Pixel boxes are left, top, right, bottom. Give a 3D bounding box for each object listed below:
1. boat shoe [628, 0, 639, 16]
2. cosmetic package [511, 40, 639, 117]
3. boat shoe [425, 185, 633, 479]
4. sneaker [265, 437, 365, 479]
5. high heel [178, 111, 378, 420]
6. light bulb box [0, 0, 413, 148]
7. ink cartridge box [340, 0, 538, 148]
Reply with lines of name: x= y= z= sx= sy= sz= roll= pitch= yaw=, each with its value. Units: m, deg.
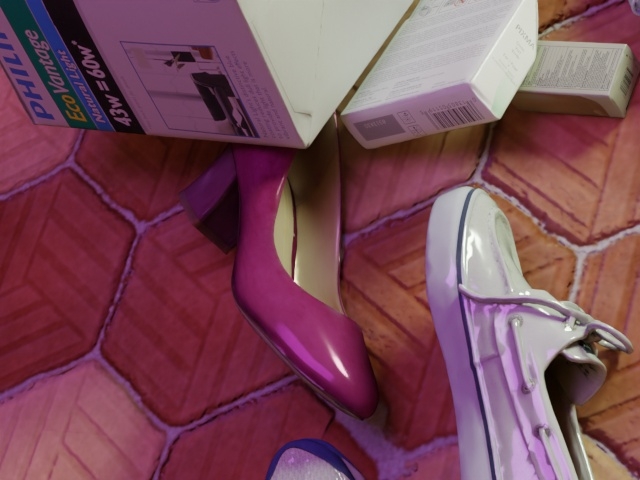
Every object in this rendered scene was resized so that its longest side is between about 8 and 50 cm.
boat shoe: x=0.323 y=-0.236 z=1.815 sx=0.081 sy=0.079 sz=0.227 roll=-35 pitch=44 yaw=23
cosmetic package: x=0.234 y=-0.151 z=1.834 sx=0.115 sy=0.041 sz=0.060 roll=8 pitch=67 yaw=36
boat shoe: x=0.189 y=0.103 z=1.641 sx=0.156 sy=0.136 sz=0.367 roll=-20 pitch=56 yaw=22
sneaker: x=-0.020 y=0.287 z=1.662 sx=0.112 sy=0.131 sz=0.296 roll=-20 pitch=51 yaw=23
high heel: x=0.000 y=0.000 z=1.831 sx=0.181 sy=0.127 sz=0.377 roll=-42 pitch=48 yaw=7
light bulb box: x=-0.110 y=-0.294 z=1.964 sx=0.361 sy=0.225 sz=0.358 roll=7 pitch=47 yaw=35
ink cartridge box: x=0.140 y=-0.191 z=1.895 sx=0.181 sy=0.056 sz=0.224 roll=-11 pitch=36 yaw=48
